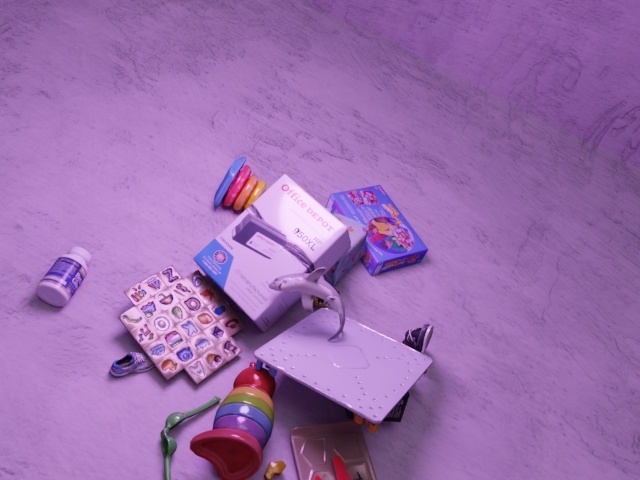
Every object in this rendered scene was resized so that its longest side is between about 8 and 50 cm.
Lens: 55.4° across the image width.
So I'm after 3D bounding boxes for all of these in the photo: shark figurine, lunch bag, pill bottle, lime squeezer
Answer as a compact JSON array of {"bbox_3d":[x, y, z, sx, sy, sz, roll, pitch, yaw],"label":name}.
[{"bbox_3d":[0.008,0.151,1.757,0.278,0.166,0.116,41,21,-19],"label":"shark figurine"},{"bbox_3d":[0.000,0.000,2.088,0.262,0.160,0.223,28,43,20],"label":"lunch bag"},{"bbox_3d":[-0.734,0.099,1.764,0.094,0.094,0.169,20,46,-2],"label":"pill bottle"},{"bbox_3d":[-0.363,0.514,1.564,0.110,0.059,0.310,44,39,-21],"label":"lime squeezer"}]

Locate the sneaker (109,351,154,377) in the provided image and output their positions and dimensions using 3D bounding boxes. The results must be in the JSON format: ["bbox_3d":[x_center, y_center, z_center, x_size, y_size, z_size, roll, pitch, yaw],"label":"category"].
[{"bbox_3d":[-0.504,0.331,1.663,0.135,0.058,0.052,-17,57,-33],"label":"sneaker"}]

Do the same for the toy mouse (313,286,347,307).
[{"bbox_3d":[0.005,0.171,2.017,0.161,0.031,0.143,11,34,-19],"label":"toy mouse"}]

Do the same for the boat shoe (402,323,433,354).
[{"bbox_3d":[0.296,0.306,1.876,0.079,0.233,0.084,24,70,9],"label":"boat shoe"}]

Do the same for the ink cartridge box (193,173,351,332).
[{"bbox_3d":[-0.141,0.035,1.881,0.285,0.166,0.395,42,78,19],"label":"ink cartridge box"}]

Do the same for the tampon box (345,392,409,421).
[{"bbox_3d":[0.153,0.441,1.752,0.161,0.101,0.120,8,22,-12],"label":"tampon box"}]

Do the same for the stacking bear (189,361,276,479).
[{"bbox_3d":[-0.196,0.451,1.602,0.175,0.164,0.289,52,27,-22],"label":"stacking bear"}]

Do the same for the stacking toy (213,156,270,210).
[{"bbox_3d":[-0.210,-0.143,2.165,0.302,0.165,0.175,30,31,-8],"label":"stacking toy"}]

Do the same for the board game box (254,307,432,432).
[{"bbox_3d":[0.072,0.348,1.729,0.390,0.050,0.390,23,24,24],"label":"board game box"}]

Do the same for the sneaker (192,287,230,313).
[{"bbox_3d":[-0.361,0.197,1.841,0.167,0.065,0.076,17,49,-3],"label":"sneaker"}]

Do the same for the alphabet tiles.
[{"bbox_3d":[-0.394,0.235,1.758,0.285,0.011,0.342,-33,77,-38],"label":"alphabet tiles"}]

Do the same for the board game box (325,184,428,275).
[{"bbox_3d":[0.205,-0.047,2.263,0.233,0.078,0.347,-13,55,-30],"label":"board game box"}]

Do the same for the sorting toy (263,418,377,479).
[{"bbox_3d":[-0.008,0.605,1.616,0.307,0.041,0.229,-1,54,-21],"label":"sorting toy"}]

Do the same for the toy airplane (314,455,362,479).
[{"bbox_3d":[0.042,0.628,1.569,0.151,0.028,0.151,10,52,-14],"label":"toy airplane"}]
